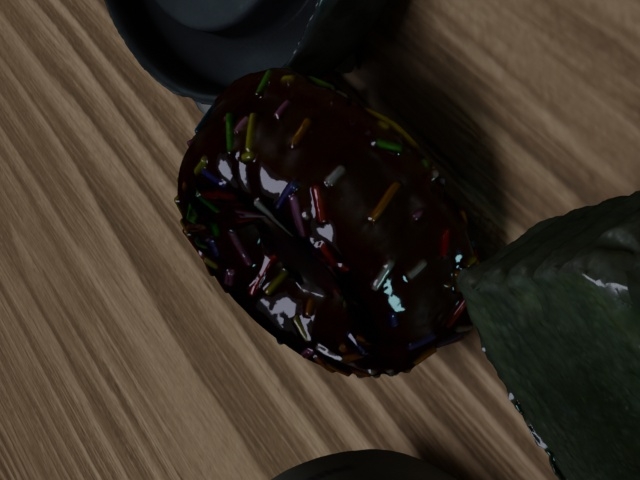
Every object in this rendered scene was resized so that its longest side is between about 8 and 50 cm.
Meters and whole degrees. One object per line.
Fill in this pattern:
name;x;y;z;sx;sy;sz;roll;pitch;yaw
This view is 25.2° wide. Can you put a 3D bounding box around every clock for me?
clock;-0.061;-0.256;0.977;0.325;0.067;0.325;15;110;50

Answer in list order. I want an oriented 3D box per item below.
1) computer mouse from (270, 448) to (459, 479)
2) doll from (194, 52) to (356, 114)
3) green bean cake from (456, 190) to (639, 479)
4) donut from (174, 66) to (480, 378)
computer mouse;0.053;0.230;0.919;0.331;0.197;0.095;28;142;53
doll;-0.051;-0.129;1.103;0.227;0.075;0.102;17;102;50
green bean cake;0.162;0.069;0.679;0.183;0.094;0.185;56;159;-4
donut;0.000;0.000;0.942;0.235;0.089;0.235;33;151;21
